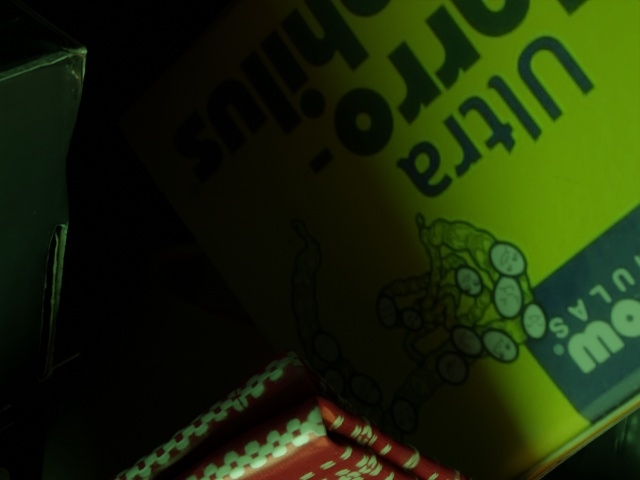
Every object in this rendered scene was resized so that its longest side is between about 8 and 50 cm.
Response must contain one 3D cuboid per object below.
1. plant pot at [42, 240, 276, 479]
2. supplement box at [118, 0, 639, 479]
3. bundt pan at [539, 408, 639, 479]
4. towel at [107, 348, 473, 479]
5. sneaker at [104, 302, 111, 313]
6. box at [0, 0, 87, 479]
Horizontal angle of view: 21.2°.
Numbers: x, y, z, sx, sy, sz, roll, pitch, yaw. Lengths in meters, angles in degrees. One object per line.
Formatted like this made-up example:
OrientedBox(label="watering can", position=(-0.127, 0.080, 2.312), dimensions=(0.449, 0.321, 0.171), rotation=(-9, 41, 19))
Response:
OrientedBox(label="plant pot", position=(-0.041, 0.149, 0.732), dimensions=(0.256, 0.256, 0.274), rotation=(-16, 122, -60))
OrientedBox(label="supplement box", position=(0.129, -0.052, 0.693), dimensions=(0.194, 0.195, 0.356), rotation=(-42, 168, 31))
OrientedBox(label="bundt pan", position=(0.212, 0.033, 1.059), dimensions=(0.331, 0.331, 0.124), rotation=(-38, -175, 13))
OrientedBox(label="towel", position=(-0.033, 0.117, 0.494), dimensions=(0.198, 0.031, 0.275), rotation=(-31, 153, 10))
OrientedBox(label="sneaker", position=(0.000, 0.000, 0.872), dimensions=(0.261, 0.104, 0.125), rotation=(-19, 133, -35))
OrientedBox(label="box", position=(-0.196, 0.102, 0.398), dimensions=(0.295, 0.073, 0.293), rotation=(-28, 141, -40))
